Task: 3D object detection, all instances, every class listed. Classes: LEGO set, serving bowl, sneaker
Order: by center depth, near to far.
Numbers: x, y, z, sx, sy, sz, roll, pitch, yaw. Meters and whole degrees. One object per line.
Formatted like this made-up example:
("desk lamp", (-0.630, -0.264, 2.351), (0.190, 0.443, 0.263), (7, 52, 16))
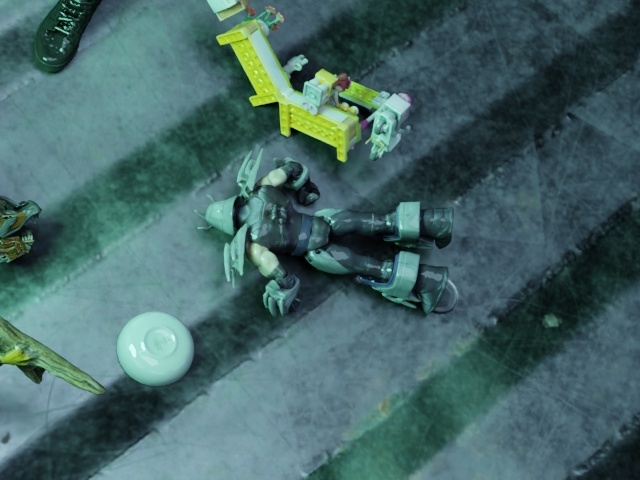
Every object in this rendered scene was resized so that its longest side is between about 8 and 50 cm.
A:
("serving bowl", (-0.172, 0.111, 1.763), (0.083, 0.027, 0.083), (7, 66, -15))
("sneaker", (-0.270, -0.275, 1.864), (0.051, 0.089, 0.170), (27, 63, -4))
("LEGO set", (-0.012, -0.202, 1.897), (0.287, 0.132, 0.107), (41, 54, 10))

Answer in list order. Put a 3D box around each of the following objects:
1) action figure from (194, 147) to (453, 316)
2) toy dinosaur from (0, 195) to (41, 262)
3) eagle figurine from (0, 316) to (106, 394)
("action figure", (0.000, 0.000, 1.828), (0.285, 0.099, 0.185), (12, 72, -7))
("toy dinosaur", (-0.424, -0.079, 1.666), (0.322, 0.164, 0.218), (16, 102, -49))
("eagle figurine", (-0.393, 0.185, 1.572), (0.226, 0.225, 0.298), (31, 79, 23))
